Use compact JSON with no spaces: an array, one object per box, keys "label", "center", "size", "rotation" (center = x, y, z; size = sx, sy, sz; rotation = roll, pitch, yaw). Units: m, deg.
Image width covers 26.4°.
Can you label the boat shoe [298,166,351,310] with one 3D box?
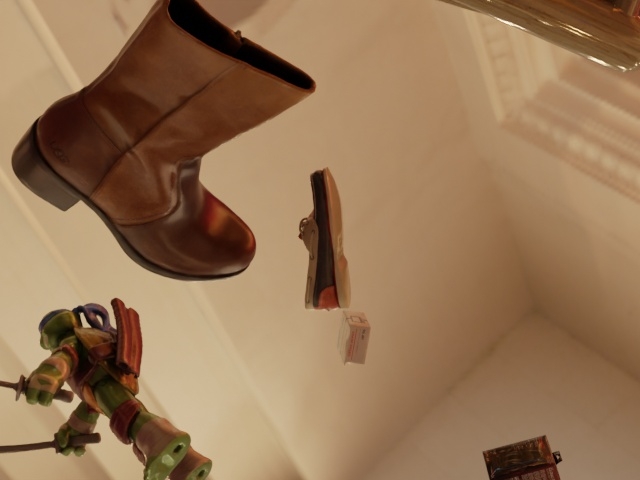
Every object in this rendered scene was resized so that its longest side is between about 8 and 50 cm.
[{"label":"boat shoe","center":[0.000,0.000,1.278],"size":[0.043,0.137,0.049],"rotation":[-3,-168,16]}]

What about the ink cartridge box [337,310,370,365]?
[{"label":"ink cartridge box","center":[0.041,0.118,1.637],"size":[0.028,0.048,0.083],"rotation":[8,-168,-7]}]

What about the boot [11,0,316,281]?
[{"label":"boot","center":[-0.099,-0.086,1.214],"size":[0.280,0.264,0.096],"rotation":[-33,-149,41]}]

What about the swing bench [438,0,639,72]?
[{"label":"swing bench","center":[0.011,-0.215,0.396],"size":[0.165,0.254,0.253],"rotation":[27,-81,47]}]

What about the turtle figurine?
[{"label":"turtle figurine","center":[-0.274,0.211,1.535],"size":[0.266,0.198,0.274],"rotation":[35,-138,26]}]

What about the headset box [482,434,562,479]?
[{"label":"headset box","center":[0.227,0.251,1.514],"size":[0.083,0.032,0.062],"rotation":[-16,-157,6]}]
